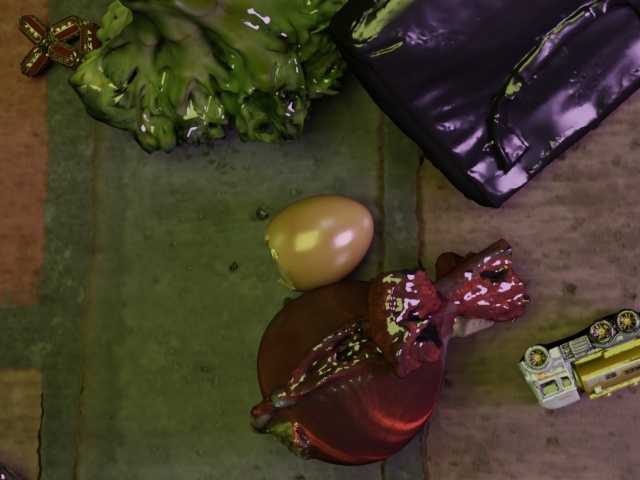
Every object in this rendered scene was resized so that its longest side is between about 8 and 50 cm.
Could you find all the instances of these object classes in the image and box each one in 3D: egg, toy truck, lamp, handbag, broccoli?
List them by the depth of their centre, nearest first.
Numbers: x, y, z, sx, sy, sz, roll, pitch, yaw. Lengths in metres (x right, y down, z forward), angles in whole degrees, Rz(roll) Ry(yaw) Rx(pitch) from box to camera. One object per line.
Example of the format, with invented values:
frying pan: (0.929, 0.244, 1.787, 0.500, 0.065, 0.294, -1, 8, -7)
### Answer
handbag: (0.167, -0.180, 1.128, 0.275, 0.244, 0.088, -42, 34, 5)
toy truck: (0.226, 0.098, 1.146, 0.123, 0.052, 0.063, -24, 83, 10)
lamp: (0.049, 0.100, 1.148, 0.223, 0.215, 0.151, -18, 92, 36)
broccoli: (-0.092, -0.207, 1.180, 0.248, 0.245, 0.288, 38, 88, 26)
egg: (0.000, 0.000, 1.211, 0.096, 0.080, 0.080, -25, 76, -5)
lamp: (-0.246, -0.189, 1.333, 0.083, 0.031, 0.063, -6, 82, 11)

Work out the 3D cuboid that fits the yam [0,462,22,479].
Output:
yam: (-0.355, 0.240, 1.269, 0.183, 0.107, 0.107, 1, 83, 14)
